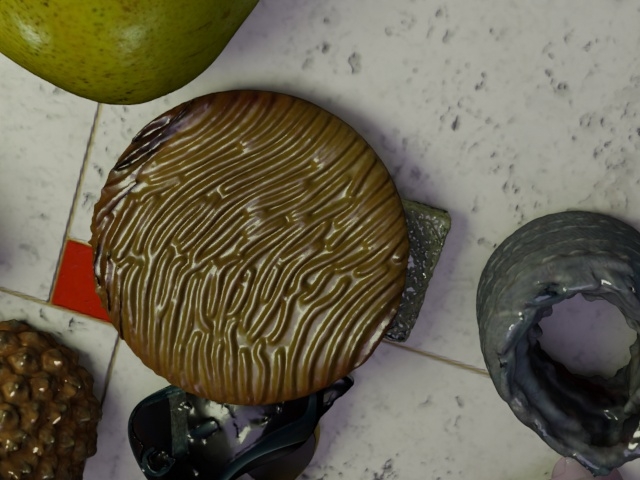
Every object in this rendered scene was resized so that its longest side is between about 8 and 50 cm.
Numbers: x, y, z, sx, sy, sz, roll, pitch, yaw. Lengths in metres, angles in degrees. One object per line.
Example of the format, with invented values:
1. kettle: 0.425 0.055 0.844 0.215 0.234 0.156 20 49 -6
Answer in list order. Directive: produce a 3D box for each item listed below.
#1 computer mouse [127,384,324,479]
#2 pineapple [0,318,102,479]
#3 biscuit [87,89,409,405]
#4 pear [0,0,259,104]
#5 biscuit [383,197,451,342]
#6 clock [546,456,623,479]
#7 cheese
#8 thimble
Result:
1. computer mouse: -0.108 0.195 1.182 0.233 0.096 0.137 -38 77 16
2. pineapple: -0.355 0.239 1.095 0.223 0.357 0.222 3 112 6
3. biscuit: -0.070 0.010 1.094 0.318 0.040 0.317 1 98 4
4. pear: -0.178 -0.257 0.942 0.294 0.294 0.294 1 111 3
5. biscuit: 0.000 0.000 1.140 0.250 0.046 0.147 20 107 -1
6. clock: 0.259 0.423 1.256 0.296 0.113 0.322 -27 108 13
7. cheese: -0.025 0.202 1.228 0.086 0.036 0.162 41 108 -5
8. thimble: 0.262 0.100 1.099 0.205 0.172 0.236 -14 111 12
